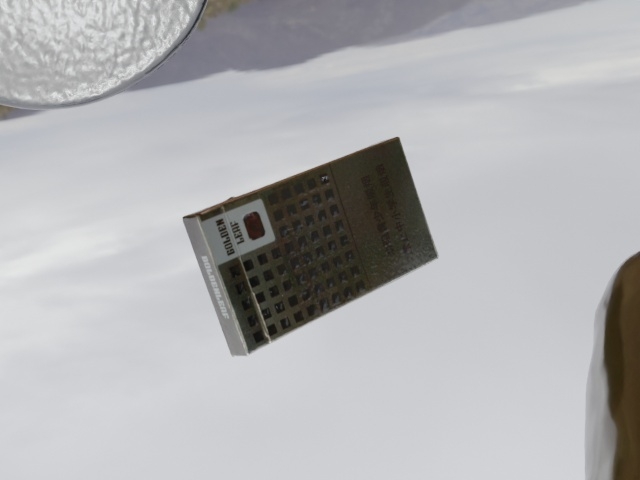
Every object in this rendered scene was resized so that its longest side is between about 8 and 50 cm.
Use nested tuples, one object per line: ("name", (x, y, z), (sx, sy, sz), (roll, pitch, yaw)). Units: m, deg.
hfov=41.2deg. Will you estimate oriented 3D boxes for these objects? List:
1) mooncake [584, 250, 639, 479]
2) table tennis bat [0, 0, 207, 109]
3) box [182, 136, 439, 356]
("mooncake", (0.444, 0.177, 0.695), (0.467, 0.467, 0.262), (-2, -125, 33))
("table tennis bat", (-0.087, -0.149, 0.376), (0.236, 0.150, 0.027), (-32, -141, -1))
("box", (-0.001, -0.001, 1.081), (0.324, 0.180, 0.047), (-24, -170, -32))
